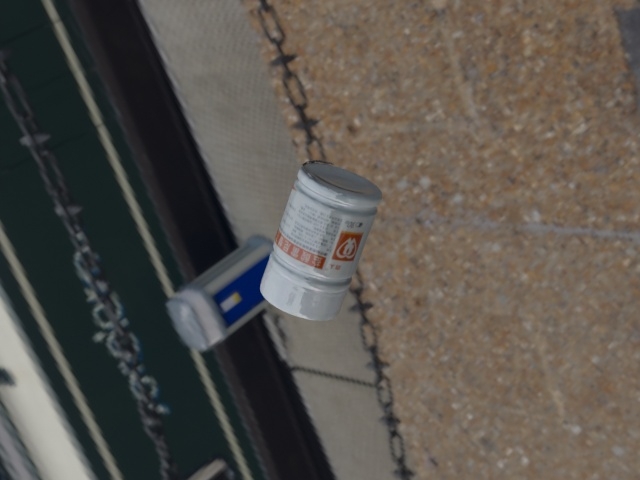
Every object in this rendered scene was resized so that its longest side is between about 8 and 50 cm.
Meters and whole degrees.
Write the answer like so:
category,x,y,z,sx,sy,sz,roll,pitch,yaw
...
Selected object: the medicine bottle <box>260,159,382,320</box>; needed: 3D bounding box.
category,x,y,z,sx,sy,sz,roll,pitch,yaw
medicine bottle,0.000,0.000,0.687,0.057,0.057,0.089,31,113,29
